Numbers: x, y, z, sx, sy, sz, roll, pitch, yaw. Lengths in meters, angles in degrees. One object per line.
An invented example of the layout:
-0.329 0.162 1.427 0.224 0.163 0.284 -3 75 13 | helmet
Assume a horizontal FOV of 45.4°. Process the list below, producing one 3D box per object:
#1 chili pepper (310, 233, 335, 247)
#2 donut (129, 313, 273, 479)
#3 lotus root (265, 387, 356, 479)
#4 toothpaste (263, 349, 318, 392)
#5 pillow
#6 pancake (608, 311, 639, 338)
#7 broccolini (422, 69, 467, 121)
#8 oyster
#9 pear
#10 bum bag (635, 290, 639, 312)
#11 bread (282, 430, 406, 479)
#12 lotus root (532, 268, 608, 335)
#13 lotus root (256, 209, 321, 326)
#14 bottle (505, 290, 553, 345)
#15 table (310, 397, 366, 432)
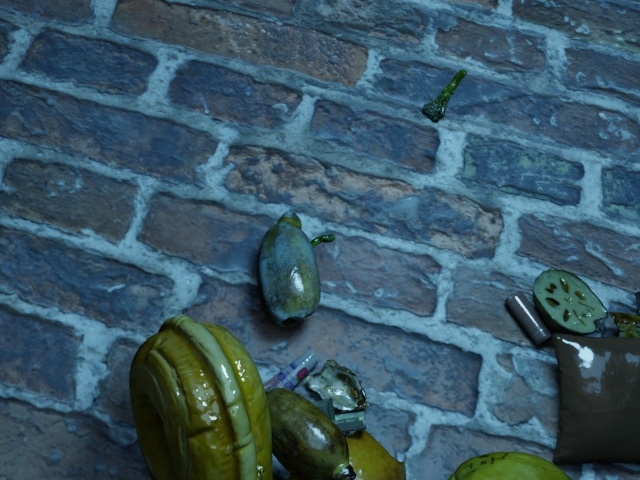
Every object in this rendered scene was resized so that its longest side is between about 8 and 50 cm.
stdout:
0.000 0.000 1.978 0.083 0.022 0.027 -23 34 -15 | chili pepper
-0.243 0.366 1.529 0.198 0.449 0.449 -13 63 -29 | donut
-0.028 0.396 1.518 0.260 0.145 0.128 34 60 30 | lotus root
-0.090 0.333 1.786 0.194 0.043 0.067 -40 76 -16 | toothpaste
0.689 0.366 1.772 0.305 0.108 0.308 3 82 -2 | pillow
0.831 0.314 1.848 0.376 0.054 0.197 43 88 11 | pancake
0.373 -0.433 2.217 0.067 0.058 0.216 32 63 14 | broccolini
0.047 0.345 1.783 0.103 0.051 0.148 -46 80 3 | oyster
0.384 0.581 1.570 0.304 0.304 0.304 2 62 -4 | pear
0.949 0.184 1.944 0.310 0.074 0.137 -3 62 -9 | bum bag
0.036 0.529 1.615 0.340 0.179 0.194 -31 69 -20 | bread
0.605 0.168 1.898 0.183 0.078 0.204 -3 47 -23 | lotus root
-0.088 0.056 1.863 0.140 0.158 0.322 11 53 -29 | lotus root
0.520 0.193 1.907 0.053 0.053 0.140 -27 68 -18 | bottle
0.011 0.387 1.683 0.175 0.146 0.062 -10 84 4 | table
